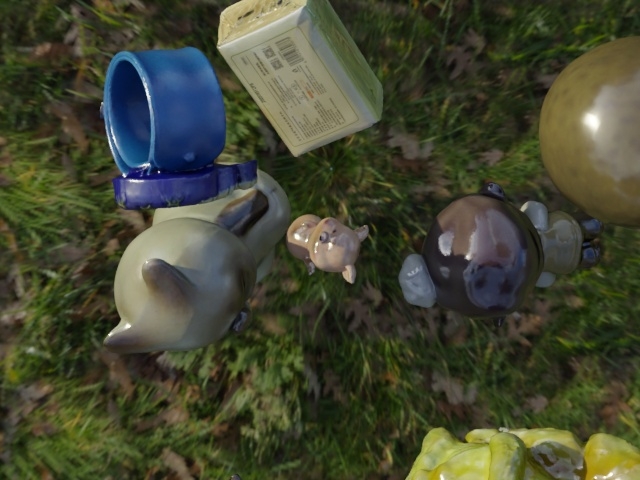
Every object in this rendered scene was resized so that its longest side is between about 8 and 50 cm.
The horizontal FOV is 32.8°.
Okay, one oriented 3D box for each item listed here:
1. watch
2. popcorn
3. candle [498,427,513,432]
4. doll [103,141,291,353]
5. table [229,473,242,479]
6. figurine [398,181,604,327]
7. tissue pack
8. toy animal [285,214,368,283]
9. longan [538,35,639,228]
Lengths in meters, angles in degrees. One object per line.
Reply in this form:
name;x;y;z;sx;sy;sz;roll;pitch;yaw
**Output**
watch;-0.192;-0.139;1.358;0.171;0.196;0.200;-14;102;-39
popcorn;0.179;0.326;1.079;0.279;0.335;0.274;-29;97;-33
candle;0.309;0.386;1.672;0.330;0.187;0.187;13;94;-5
doll;-0.172;0.021;1.639;0.226;0.370;0.215;30;126;-13
table;-0.144;0.400;1.212;0.193;0.172;0.169;-25;71;-28
figurine;0.326;0.008;1.887;0.206;0.365;0.218;31;121;32
tissue pack;-0.029;-0.264;1.635;0.159;0.125;0.234;-22;128;21
toy animal;0.004;0.001;1.613;0.150;0.089;0.083;25;111;38
longan;0.412;-0.137;1.404;0.258;0.258;0.258;0;94;1
